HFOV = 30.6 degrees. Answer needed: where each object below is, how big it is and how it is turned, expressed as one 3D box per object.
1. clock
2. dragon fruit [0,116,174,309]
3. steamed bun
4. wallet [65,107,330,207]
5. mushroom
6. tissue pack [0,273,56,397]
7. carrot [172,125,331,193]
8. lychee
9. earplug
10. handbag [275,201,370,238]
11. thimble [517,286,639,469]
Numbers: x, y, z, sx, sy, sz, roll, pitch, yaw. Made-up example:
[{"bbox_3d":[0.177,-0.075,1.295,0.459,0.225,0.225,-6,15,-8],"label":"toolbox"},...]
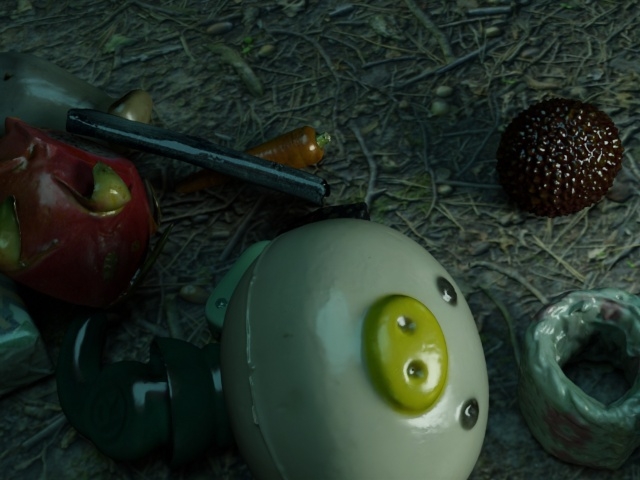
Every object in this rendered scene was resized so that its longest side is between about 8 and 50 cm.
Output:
[{"bbox_3d":[-0.043,0.099,1.613,0.211,0.066,0.159,26,60,23],"label":"clock"},{"bbox_3d":[-0.349,-0.056,1.620,0.290,0.290,0.189,37,105,29],"label":"dragon fruit"},{"bbox_3d":[0.041,0.159,1.386,0.333,0.334,0.374,-9,78,0],"label":"steamed bun"},{"bbox_3d":[-0.169,-0.121,1.679,0.379,0.191,0.046,17,92,2],"label":"wallet"},{"bbox_3d":[-0.424,-0.208,1.873,0.328,0.122,0.159,15,92,18],"label":"mushroom"},{"bbox_3d":[-0.534,0.095,1.633,0.228,0.128,0.311,-25,56,-12],"label":"tissue pack"},{"bbox_3d":[-0.104,-0.116,1.799,0.256,0.061,0.061,-19,53,3],"label":"carrot"},{"bbox_3d":[0.341,-0.123,1.675,0.188,0.188,0.188,-3,53,4],"label":"lychee"},{"bbox_3d":[-0.207,0.195,1.531,0.280,0.164,0.257,-2,14,-9],"label":"earplug"},{"bbox_3d":[0.000,0.000,1.692,0.139,0.072,0.115,6,54,27],"label":"handbag"},{"bbox_3d":[0.345,0.176,1.461,0.185,0.149,0.211,-7,52,-1],"label":"thimble"}]
